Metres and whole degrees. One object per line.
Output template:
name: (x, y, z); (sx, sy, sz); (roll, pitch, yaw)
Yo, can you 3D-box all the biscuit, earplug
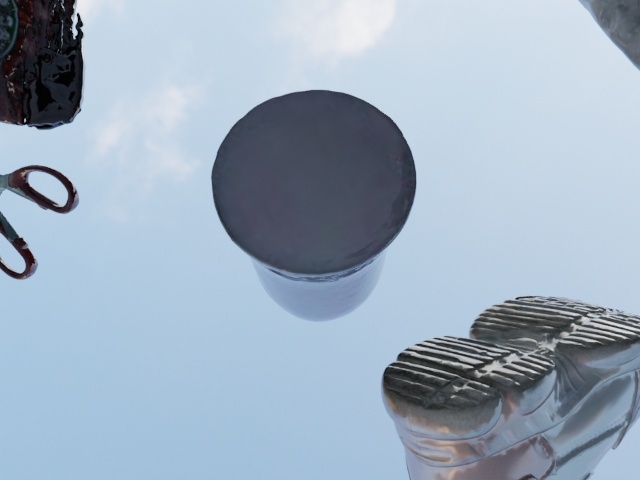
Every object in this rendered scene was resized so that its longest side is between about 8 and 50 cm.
biscuit: (-0.268, -0.139, 0.610); (0.235, 0.063, 0.151); (1, -107, -5)
earplug: (0.000, 0.000, 0.923); (0.172, 0.301, 0.172); (-1, -111, 2)

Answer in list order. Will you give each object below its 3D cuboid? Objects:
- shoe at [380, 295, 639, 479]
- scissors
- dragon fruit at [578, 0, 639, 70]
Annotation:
shoe: (0.204, 0.174, 0.916); (0.351, 0.198, 0.172); (-13, -162, -34)
scissors: (-0.386, -0.077, 1.035); (0.248, 0.017, 0.144); (40, -66, 3)
dragon fruit: (0.316, -0.192, 0.614); (0.221, 0.283, 0.204); (-50, -130, 36)
